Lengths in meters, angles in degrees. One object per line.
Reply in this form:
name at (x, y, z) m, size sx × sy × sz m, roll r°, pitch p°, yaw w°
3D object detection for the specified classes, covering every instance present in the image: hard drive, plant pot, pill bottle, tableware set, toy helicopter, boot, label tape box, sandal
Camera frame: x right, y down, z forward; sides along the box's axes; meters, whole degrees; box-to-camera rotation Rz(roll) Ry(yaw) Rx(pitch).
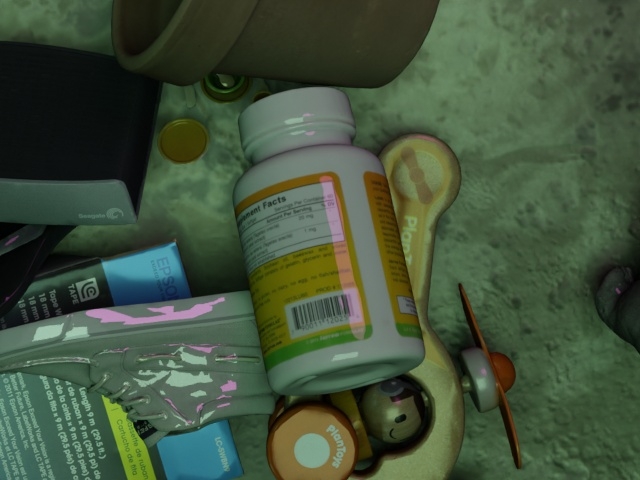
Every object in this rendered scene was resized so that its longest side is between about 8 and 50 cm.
hard drive at (-0.277, -0.101, 1.373) m, size 0.255 × 0.054 × 0.172 m, roll 5°, pitch 61°, yaw 4°
plant pot at (-0.028, -0.235, 1.340) m, size 0.229 × 0.263 × 0.263 m, roll 17°, pitch 100°, yaw -25°
pill bottle at (0.000, 0.000, 1.339) m, size 0.136 × 0.136 × 0.245 m, roll -12°, pitch 75°, yaw -1°
tableware set at (-0.118, -0.120, 1.420) m, size 0.154 × 0.024 × 0.104 m, roll -9°, pitch 67°, yaw -2°
toy helicopter at (0.085, 0.079, 1.445) m, size 0.235 × 0.140 × 0.355 m, roll 9°, pitch 92°, yaw -1°
boot at (-0.164, 0.120, 1.349) m, size 0.258 × 0.095 × 0.123 m, roll -8°, pitch 85°, yaw -10°
label tape box at (-0.266, 0.148, 1.446) m, size 0.334 × 0.106 × 0.240 m, roll -16°, pitch 101°, yaw -8°
sandal at (-0.270, -0.019, 1.384) m, size 0.097 × 0.054 × 0.254 m, roll 31°, pitch 62°, yaw 21°

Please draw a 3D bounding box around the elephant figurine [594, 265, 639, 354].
elephant figurine at (0.362, -0.001, 1.411) m, size 0.169 × 0.186 × 0.239 m, roll 6°, pitch 117°, yaw -39°
